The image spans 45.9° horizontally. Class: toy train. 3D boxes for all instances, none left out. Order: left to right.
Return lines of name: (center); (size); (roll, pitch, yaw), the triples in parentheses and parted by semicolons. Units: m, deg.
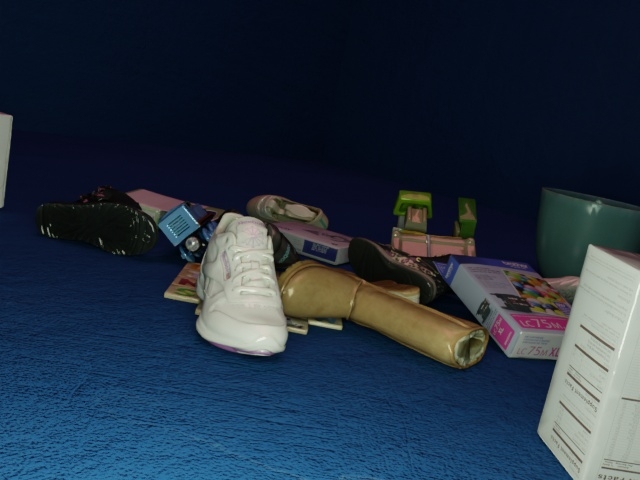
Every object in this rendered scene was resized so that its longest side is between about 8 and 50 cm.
toy train: (-0.245, -0.025, 1.455); (0.105, 0.080, 0.184); (54, 7, -7)

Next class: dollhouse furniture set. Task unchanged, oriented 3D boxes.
dollhouse furniture set: (0.256, 0.041, 1.746); (0.198, 0.151, 0.301); (6, 43, 3)

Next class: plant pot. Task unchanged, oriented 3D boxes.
plant pot: (0.704, 0.005, 1.992); (0.293, 0.235, 0.293); (10, 11, -2)

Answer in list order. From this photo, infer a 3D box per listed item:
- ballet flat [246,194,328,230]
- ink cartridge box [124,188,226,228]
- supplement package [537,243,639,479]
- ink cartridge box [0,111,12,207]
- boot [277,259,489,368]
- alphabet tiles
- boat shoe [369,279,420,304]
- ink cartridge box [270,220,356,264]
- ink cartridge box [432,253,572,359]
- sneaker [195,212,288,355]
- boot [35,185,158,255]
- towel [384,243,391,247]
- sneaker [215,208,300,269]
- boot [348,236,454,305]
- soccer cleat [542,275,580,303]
ballet flat: (-0.095, -0.078, 1.964); (0.249, 0.086, 0.086); (15, 11, 23)
ink cartridge box: (-0.339, -0.060, 1.718); (0.235, 0.056, 0.171); (16, 11, 6)
supplement package: (0.357, 0.145, 0.848); (0.139, 0.244, 0.134); (11, 11, -7)
ink cartridge box: (-0.787, -0.185, 1.505); (0.270, 0.197, 0.198); (18, 13, 30)
boot: (0.092, 0.113, 1.142); (0.270, 0.089, 0.236); (23, 15, 32)
alphabet tiles: (-0.105, 0.090, 1.292); (0.285, 0.011, 0.342); (11, 10, -2)
boat shoe: (0.116, 0.105, 1.321); (0.063, 0.059, 0.170); (-8, 7, -22)
ink cartridge box: (0.000, 0.000, 1.785); (0.223, 0.045, 0.224); (16, 11, 27)
ink cartridge box: (0.350, 0.106, 1.374); (0.186, 0.065, 0.311); (7, 23, -23)
sneaker: (-0.116, 0.054, 1.061); (0.114, 0.152, 0.305); (7, 19, -22)
boot: (-0.394, -0.046, 1.468); (0.247, 0.094, 0.207); (7, 13, 12)
towel: (0.238, 0.037, 1.898); (0.110, 0.027, 0.148); (3, 13, -34)
sneaker: (-0.140, 0.010, 1.528); (0.106, 0.101, 0.267); (34, -8, -35)
boot: (0.188, 0.055, 1.548); (0.179, 0.085, 0.236); (-8, 27, -42)
soccer cleat: (0.523, 0.113, 1.711); (0.196, 0.068, 0.076); (6, 14, 11)
